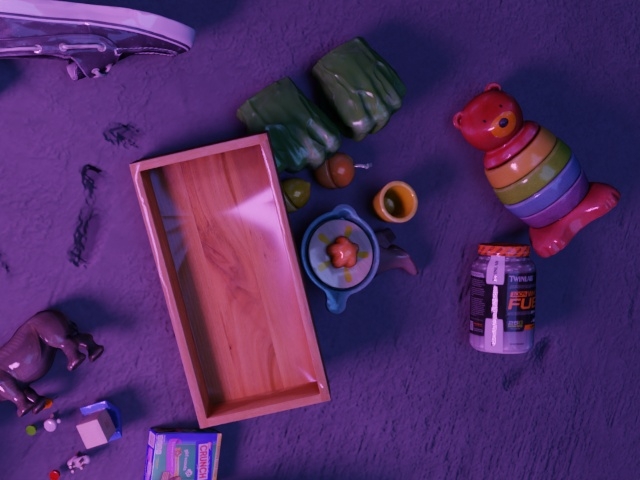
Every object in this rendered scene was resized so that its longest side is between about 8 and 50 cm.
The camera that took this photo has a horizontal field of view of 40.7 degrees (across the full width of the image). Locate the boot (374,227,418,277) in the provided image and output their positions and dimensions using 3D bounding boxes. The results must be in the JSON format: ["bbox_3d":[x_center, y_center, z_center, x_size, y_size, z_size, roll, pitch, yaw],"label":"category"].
[{"bbox_3d":[0.107,0.038,1.478,0.087,0.042,0.118,-41,110,-12],"label":"boot"}]

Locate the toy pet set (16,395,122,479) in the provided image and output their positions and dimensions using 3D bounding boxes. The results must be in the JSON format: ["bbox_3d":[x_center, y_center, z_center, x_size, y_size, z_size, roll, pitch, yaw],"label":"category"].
[{"bbox_3d":[-0.355,0.268,1.253,0.114,0.065,0.122,-19,102,11],"label":"toy pet set"}]

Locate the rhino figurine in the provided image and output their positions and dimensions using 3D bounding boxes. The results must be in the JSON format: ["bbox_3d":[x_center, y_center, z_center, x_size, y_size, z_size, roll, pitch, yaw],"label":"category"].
[{"bbox_3d":[-0.424,0.193,1.183,0.106,0.073,0.243,43,72,11],"label":"rhino figurine"}]

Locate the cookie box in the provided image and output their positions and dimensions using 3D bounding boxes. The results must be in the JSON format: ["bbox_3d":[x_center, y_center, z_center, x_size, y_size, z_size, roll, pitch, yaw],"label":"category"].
[{"bbox_3d":[-0.212,0.337,1.330,0.107,0.040,0.092,6,91,-29],"label":"cookie box"}]

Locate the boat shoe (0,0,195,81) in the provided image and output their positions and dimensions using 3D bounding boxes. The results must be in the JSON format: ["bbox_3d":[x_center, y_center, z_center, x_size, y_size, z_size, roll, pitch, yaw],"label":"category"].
[{"bbox_3d":[-0.323,-0.269,1.186,0.301,0.108,0.102,2,93,-25],"label":"boat shoe"}]

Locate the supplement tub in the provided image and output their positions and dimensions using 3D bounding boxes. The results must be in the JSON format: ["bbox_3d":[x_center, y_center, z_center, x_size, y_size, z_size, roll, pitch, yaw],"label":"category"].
[{"bbox_3d":[0.328,0.101,1.552,0.117,0.117,0.190,-2,95,-28],"label":"supplement tub"}]

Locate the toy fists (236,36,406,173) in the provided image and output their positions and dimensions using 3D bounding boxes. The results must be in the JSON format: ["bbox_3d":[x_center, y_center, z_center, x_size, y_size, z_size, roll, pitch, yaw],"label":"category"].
[{"bbox_3d":[0.009,-0.200,1.358,0.279,0.096,0.142,-33,79,-22],"label":"toy fists"}]

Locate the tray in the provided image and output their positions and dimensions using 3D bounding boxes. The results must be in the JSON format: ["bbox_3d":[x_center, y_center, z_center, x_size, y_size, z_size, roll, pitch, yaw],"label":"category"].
[{"bbox_3d":[-0.128,0.059,1.291,0.202,0.076,0.411,-13,101,2],"label":"tray"}]

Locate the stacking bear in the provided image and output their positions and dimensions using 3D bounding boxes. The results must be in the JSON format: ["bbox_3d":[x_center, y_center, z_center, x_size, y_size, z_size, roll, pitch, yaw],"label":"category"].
[{"bbox_3d":[0.360,-0.142,1.529,0.175,0.164,0.289,-40,102,7],"label":"stacking bear"}]

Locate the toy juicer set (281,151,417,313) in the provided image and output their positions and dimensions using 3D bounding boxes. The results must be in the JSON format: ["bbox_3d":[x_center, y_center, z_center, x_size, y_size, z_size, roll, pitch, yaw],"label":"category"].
[{"bbox_3d":[0.000,0.000,1.365,0.209,0.089,0.329,37,72,-12],"label":"toy juicer set"}]
